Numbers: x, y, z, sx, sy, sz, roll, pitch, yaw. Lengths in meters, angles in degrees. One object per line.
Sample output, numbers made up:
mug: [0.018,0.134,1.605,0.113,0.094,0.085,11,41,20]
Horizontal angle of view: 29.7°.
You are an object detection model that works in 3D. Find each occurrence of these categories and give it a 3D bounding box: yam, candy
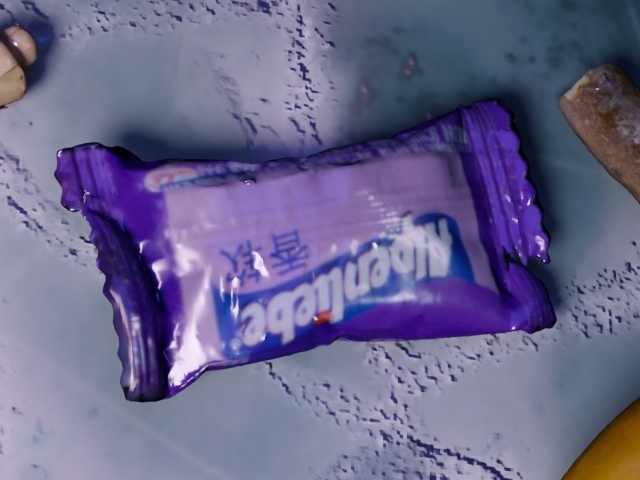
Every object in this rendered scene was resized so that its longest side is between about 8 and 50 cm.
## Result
yam: [0.242,0.007,0.706,0.061,0.061,0.274,-29,69,-19]
candy: [0.000,0.000,0.670,0.275,0.070,0.145,-8,79,-18]

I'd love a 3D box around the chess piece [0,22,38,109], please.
chess piece: [-0.225,-0.062,0.657,0.060,0.060,0.172,44,66,6]

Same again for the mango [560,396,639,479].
mango: [0.312,0.190,0.534,0.445,0.232,0.300,14,91,23]
